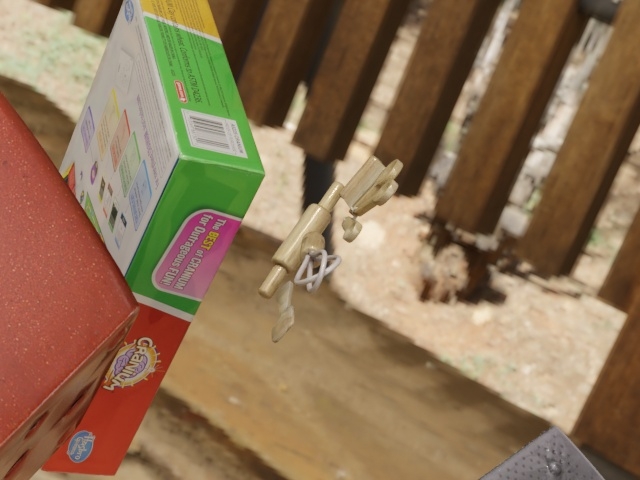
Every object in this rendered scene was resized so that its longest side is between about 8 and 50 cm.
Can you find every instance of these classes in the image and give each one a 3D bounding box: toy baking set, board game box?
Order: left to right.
[{"bbox_3d":[-0.155,-0.010,1.002,0.064,0.317,0.242,11,37,-26],"label":"board game box"},{"bbox_3d":[-0.002,0.000,1.341,0.030,0.256,0.197,39,-17,-11],"label":"toy baking set"}]

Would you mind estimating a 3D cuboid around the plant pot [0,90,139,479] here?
[{"bbox_3d":[-0.267,0.060,0.760,0.235,0.267,0.267,38,49,4],"label":"plant pot"}]

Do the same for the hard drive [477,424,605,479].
[{"bbox_3d":[0.242,0.318,1.196,0.172,0.054,0.255,-27,73,-36],"label":"hard drive"}]
